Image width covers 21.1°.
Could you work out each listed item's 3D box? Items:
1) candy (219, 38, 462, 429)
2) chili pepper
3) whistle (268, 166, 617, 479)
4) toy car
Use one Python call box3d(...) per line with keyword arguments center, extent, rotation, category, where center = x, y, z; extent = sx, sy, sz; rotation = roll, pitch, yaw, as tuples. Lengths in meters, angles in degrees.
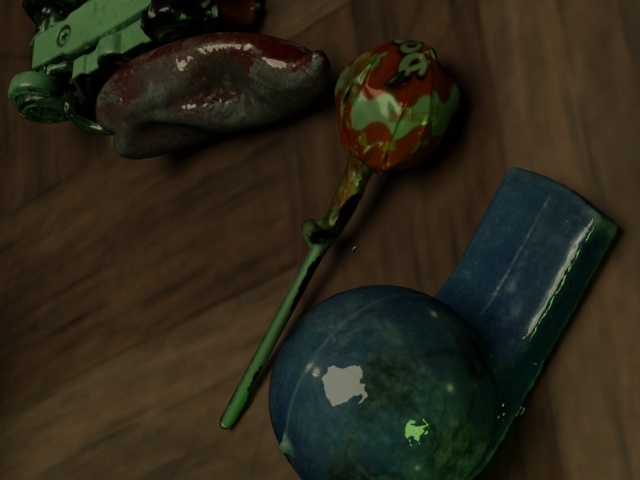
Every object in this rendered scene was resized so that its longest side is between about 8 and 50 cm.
box3d(center=(0.000, 0.000, 0.703), extent=(0.185, 0.049, 0.055), rotation=(-61, 14, 15), category="candy")
box3d(center=(-0.051, -0.067, 0.764), extent=(0.153, 0.050, 0.041), rotation=(-16, 65, 37), category="chili pepper")
box3d(center=(0.032, 0.040, 0.615), extent=(0.090, 0.090, 0.158), rotation=(34, 99, 46), category="whistle")
box3d(center=(-0.092, -0.105, 0.819), extent=(0.143, 0.054, 0.073), rotation=(-23, 57, 41), category="toy car")
